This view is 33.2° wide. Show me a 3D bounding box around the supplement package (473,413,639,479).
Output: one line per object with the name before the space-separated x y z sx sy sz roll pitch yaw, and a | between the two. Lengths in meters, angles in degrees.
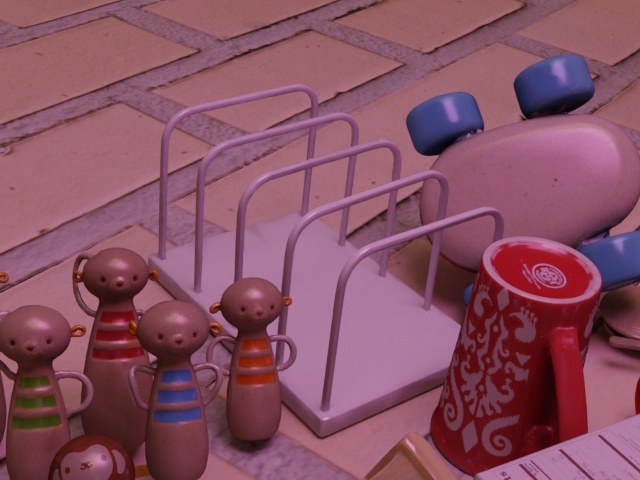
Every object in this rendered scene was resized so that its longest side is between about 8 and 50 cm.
supplement package | 0.194 0.203 0.730 0.179 0.105 0.105 -13 37 -29

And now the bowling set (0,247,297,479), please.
bowling set | -0.139 0.089 0.742 0.286 0.154 0.200 -2 7 -15

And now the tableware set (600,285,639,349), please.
tableware set | 0.360 0.088 1.018 0.194 0.039 0.128 9 35 8

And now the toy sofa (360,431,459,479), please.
toy sofa | -0.049 0.262 0.553 0.362 0.177 0.150 -21 63 -45

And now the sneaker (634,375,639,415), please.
sneaker | 0.325 0.187 0.805 0.144 0.090 0.270 1 31 -4

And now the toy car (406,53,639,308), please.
toy car | 0.211 -0.031 1.089 0.210 0.219 0.238 -18 -13 7

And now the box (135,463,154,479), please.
box | -0.134 0.211 0.725 0.081 0.028 0.136 -8 32 -24

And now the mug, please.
mug | 0.169 0.099 0.833 0.113 0.169 0.150 -23 42 -40

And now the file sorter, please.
file sorter | 0.000 0.000 0.958 0.192 0.173 0.277 -18 40 -34
